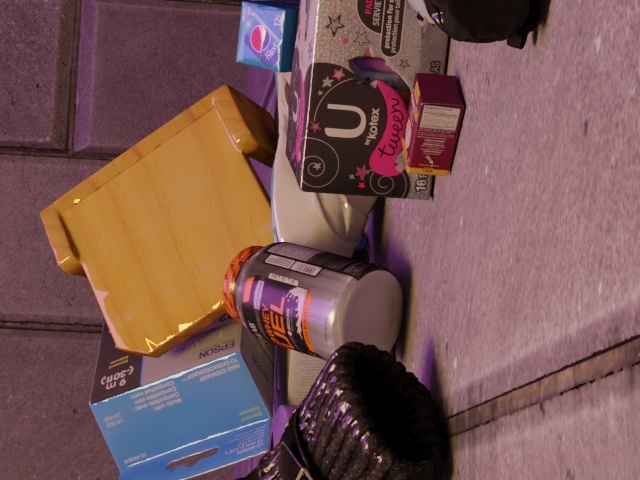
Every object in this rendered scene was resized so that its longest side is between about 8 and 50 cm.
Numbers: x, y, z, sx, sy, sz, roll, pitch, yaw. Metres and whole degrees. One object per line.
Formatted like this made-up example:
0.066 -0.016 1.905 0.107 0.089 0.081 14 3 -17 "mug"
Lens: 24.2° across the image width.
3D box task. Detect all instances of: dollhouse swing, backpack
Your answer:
-0.182 -0.004 2.235 0.305 0.347 0.315 58 -170 14 "dollhouse swing"
0.112 -0.244 1.190 0.182 0.115 0.151 -99 11 -68 "backpack"

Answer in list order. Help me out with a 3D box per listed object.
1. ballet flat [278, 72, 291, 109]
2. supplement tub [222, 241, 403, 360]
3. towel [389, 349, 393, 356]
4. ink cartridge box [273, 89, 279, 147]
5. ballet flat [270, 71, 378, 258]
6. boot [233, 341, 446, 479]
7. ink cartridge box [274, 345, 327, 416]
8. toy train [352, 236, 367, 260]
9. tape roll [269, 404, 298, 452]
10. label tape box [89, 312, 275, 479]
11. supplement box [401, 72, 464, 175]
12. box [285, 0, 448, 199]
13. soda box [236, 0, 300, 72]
0.003 -0.147 1.747 0.086 0.086 0.248 102 154 -49 "ballet flat"
-0.012 0.067 1.651 0.190 0.117 0.117 13 103 41 "supplement tub"
0.050 0.240 1.696 0.187 0.049 0.282 104 166 -58 "towel"
-0.020 -0.184 2.213 0.143 0.090 0.092 -103 17 -61 "ink cartridge box"
0.014 -0.112 1.823 0.139 0.139 0.400 107 163 -61 "ballet flat"
0.046 0.297 1.420 0.260 0.131 0.348 -48 61 27 "boot"
-0.028 0.111 2.251 0.324 0.072 0.330 -100 12 -60 "ink cartridge box"
0.000 0.000 1.939 0.184 0.105 0.080 -103 18 -63 "toy train"
-0.016 0.358 1.984 0.275 0.090 0.274 -177 90 -82 "tape roll"
-0.200 0.193 2.178 0.347 0.249 0.115 -89 -26 -55 "label tape box"
0.107 -0.111 1.429 0.055 0.043 0.083 -94 11 -51 "supplement box"
0.046 -0.182 1.540 0.163 0.142 0.247 -111 25 -73 "box"
0.002 -0.235 1.687 0.067 0.210 0.071 18 109 36 "soda box"
